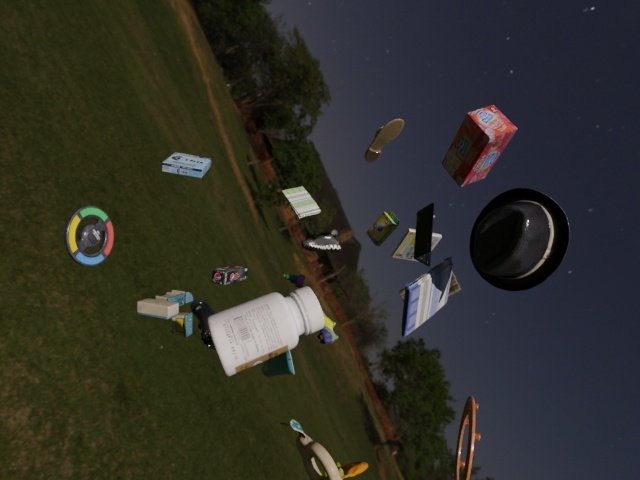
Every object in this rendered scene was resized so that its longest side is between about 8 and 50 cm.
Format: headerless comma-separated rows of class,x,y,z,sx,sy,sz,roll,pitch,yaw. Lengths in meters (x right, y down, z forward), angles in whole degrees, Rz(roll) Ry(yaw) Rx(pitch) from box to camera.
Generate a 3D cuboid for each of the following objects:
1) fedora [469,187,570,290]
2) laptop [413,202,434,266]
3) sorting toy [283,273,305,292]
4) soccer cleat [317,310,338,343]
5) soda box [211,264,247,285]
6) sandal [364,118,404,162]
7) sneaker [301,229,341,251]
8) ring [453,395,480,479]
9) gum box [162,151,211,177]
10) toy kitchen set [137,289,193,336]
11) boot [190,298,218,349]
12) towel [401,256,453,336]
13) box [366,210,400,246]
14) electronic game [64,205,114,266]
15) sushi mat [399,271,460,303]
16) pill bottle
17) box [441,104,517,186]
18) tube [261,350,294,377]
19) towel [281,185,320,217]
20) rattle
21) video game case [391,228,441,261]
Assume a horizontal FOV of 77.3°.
fedora,0.576,-0.002,1.239,0.334,0.153,0.333,-2,-92,51
laptop,0.517,-0.020,1.872,0.264,0.137,0.234,24,69,-46
sorting toy,-0.179,0.290,1.834,0.127,0.126,0.365,106,3,-50
soccer cleat,0.019,0.471,2.301,0.289,0.121,0.093,-115,-159,-46
soda box,-0.358,0.135,1.585,0.169,0.060,0.053,-6,106,-70
sandal,0.259,-0.451,1.726,0.240,0.088,0.079,-52,-140,39
sneaker,0.000,0.000,2.002,0.078,0.234,0.106,-19,-108,52
ring,0.468,0.673,1.278,0.336,0.032,0.336,9,90,-74
gum box,-0.555,-0.318,1.675,0.184,0.157,0.041,-95,-164,-64
toy kitchen set,-0.499,0.270,1.360,0.207,0.122,0.165,-17,111,-71
boot,-0.431,0.374,1.635,0.207,0.094,0.246,49,-13,43
towel,0.376,0.194,1.409,0.034,0.285,0.209,23,-55,40
box,0.332,-0.067,2.115,0.043,0.179,0.105,18,30,-45
electronic game,-0.866,-0.017,1.507,0.229,0.048,0.229,1,90,-77
sushi mat,0.530,0.246,1.969,0.019,0.317,0.151,13,49,-44
pill bottle,-0.115,0.185,0.858,0.131,0.229,0.131,54,-25,40
box,0.548,-0.325,1.405,0.128,0.123,0.256,60,-19,26
tube,-0.117,0.349,1.130,0.207,0.052,0.080,-47,-122,58
towel,-0.081,-0.159,1.648,0.152,0.113,0.023,55,-39,26
rattle,0.012,0.505,0.990,0.199,0.143,0.130,51,-25,28
video game case,0.545,0.032,2.280,0.227,0.207,0.026,115,-22,-43
